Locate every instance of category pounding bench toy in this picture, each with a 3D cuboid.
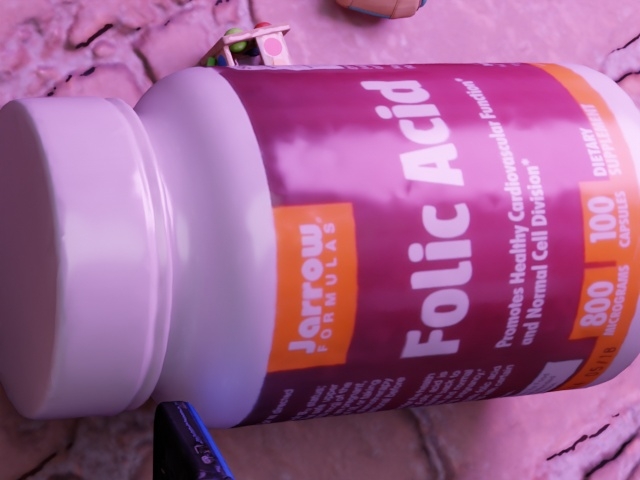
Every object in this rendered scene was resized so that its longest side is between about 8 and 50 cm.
[{"bbox_3d":[-0.059,-0.111,1.143,0.083,0.052,0.065,-16,83,-26],"label":"pounding bench toy"}]

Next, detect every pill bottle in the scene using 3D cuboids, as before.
[{"bbox_3d":[0.000,0.000,1.044,0.392,0.224,0.224,-4,78,-25],"label":"pill bottle"}]

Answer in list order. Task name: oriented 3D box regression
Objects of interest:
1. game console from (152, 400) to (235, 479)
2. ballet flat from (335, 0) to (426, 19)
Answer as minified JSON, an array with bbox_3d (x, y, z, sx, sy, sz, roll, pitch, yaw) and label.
[{"bbox_3d":[-0.129,0.251,0.836,0.173,0.250,0.293,0,101,-14],"label":"game console"},{"bbox_3d":[0.036,-0.275,1.218,0.073,0.080,0.232,-1,75,-9],"label":"ballet flat"}]
